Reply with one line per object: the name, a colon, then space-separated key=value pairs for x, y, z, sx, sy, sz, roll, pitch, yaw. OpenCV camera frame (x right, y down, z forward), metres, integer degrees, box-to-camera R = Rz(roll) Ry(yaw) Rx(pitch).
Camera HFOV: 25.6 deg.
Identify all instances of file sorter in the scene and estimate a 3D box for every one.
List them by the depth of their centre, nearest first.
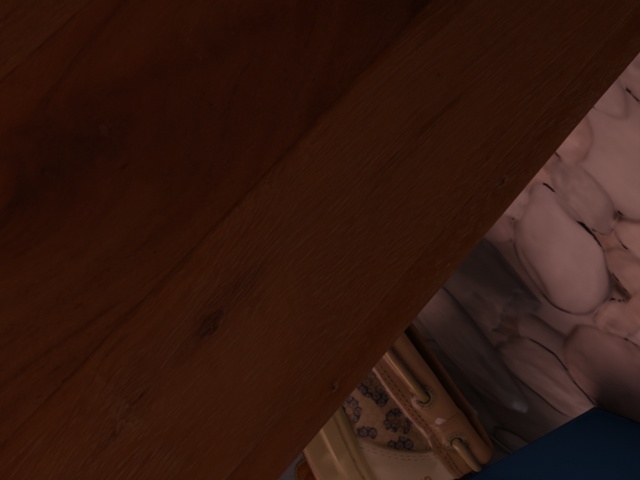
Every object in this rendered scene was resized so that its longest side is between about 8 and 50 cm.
file sorter: x=0.172 y=0.174 z=0.720 sx=0.170 sy=0.118 sz=0.105 roll=18 pitch=118 yaw=45

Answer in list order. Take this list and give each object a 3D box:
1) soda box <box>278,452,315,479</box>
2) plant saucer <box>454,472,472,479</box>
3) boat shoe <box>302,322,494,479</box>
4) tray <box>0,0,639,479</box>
soda box: x=-0.067 y=0.155 z=1.188 sx=0.183 sy=0.058 sz=0.063 roll=50 pitch=156 yaw=-17
plant saucer: x=0.113 y=0.269 z=0.964 sx=0.310 sy=0.050 sz=0.311 roll=159 pitch=90 yaw=-78
boat shoe: x=0.000 y=0.000 z=0.734 sx=0.104 sy=0.089 sz=0.285 roll=-49 pitch=-63 yaw=-78
tray: x=-0.063 y=-0.028 z=0.406 sx=0.203 sy=0.411 sz=0.076 roll=52 pitch=154 yaw=-22
